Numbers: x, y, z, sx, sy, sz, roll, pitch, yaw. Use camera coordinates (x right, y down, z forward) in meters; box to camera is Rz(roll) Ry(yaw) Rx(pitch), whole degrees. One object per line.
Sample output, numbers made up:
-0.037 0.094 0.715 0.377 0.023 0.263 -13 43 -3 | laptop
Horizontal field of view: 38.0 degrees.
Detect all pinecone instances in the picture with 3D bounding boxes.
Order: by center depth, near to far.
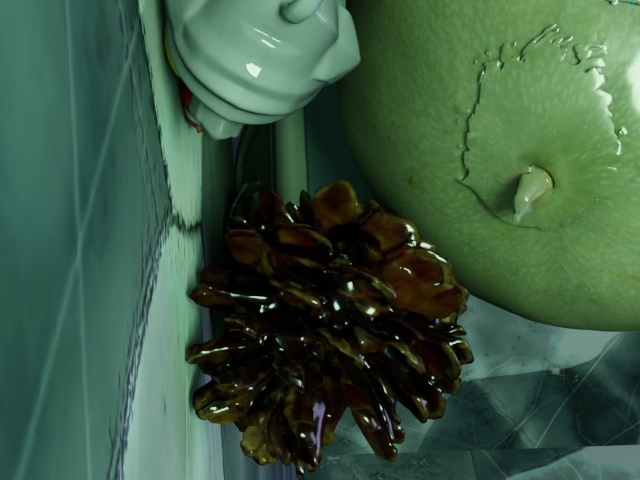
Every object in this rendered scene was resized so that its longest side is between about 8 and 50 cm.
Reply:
-0.002 0.045 0.432 0.121 0.140 0.140 -53 159 -29 | pinecone

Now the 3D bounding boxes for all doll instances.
-0.031 -0.082 0.389 0.094 0.079 0.180 -68 -167 -5 | doll

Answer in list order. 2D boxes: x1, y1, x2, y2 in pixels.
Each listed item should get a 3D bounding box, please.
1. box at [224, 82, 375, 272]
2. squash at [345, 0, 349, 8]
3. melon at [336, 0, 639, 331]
0.000 0.000 0.626 0.162 0.129 0.227 123 -31 -61 | box
0.113 -0.282 0.740 0.263 0.384 0.263 -179 -90 -89 | squash
0.141 -0.088 0.483 0.330 0.268 0.269 -55 149 -57 | melon
